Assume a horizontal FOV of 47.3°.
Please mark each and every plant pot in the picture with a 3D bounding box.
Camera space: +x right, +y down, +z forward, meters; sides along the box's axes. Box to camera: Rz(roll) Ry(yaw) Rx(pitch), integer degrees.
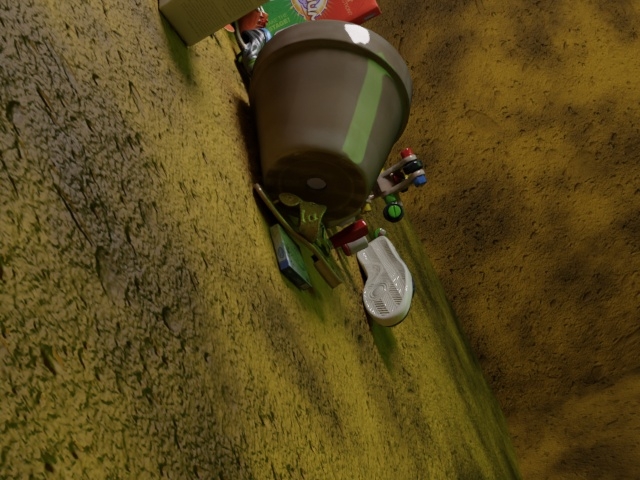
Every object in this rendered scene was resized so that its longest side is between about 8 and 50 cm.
[{"bbox_3d":[0.008,-0.197,1.375,0.323,0.323,0.280,54,32,-42],"label":"plant pot"}]

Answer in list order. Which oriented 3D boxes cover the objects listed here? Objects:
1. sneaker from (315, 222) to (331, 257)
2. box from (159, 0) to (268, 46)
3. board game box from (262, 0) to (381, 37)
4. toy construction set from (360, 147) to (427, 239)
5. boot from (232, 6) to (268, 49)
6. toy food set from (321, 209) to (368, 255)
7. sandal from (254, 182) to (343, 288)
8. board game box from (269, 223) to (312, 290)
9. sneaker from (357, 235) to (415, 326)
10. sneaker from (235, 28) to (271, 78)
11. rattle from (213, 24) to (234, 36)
[{"bbox_3d":[0.000,0.000,1.519,0.035,0.031,0.083,72,1,-73],"label":"sneaker"},{"bbox_3d":[-0.181,-0.434,1.239,0.091,0.170,0.130,50,19,-47],"label":"box"},{"bbox_3d":[-0.039,-0.617,1.862,0.242,0.316,0.064,65,12,4],"label":"board game box"},{"bbox_3d":[0.143,-0.181,2.167,0.309,0.257,0.237,43,-8,4],"label":"toy construction set"},{"bbox_3d":[-0.152,-0.481,1.671,0.059,0.084,0.158,28,41,-73],"label":"boot"},{"bbox_3d":[0.037,-0.033,1.640,0.111,0.104,0.232,59,-9,30],"label":"toy food set"},{"bbox_3d":[-0.016,-0.028,1.294,0.240,0.079,0.088,53,4,-18],"label":"sandal"},{"bbox_3d":[-0.051,0.029,1.250,0.090,0.020,0.090,49,20,-53],"label":"board game box"},{"bbox_3d":[0.183,0.125,1.796,0.148,0.131,0.350,55,15,-24],"label":"sneaker"},{"bbox_3d":[-0.141,-0.369,1.555,0.067,0.078,0.188,121,-33,-64],"label":"sneaker"},{"bbox_3d":[-0.250,-0.507,1.431,0.200,0.142,0.130,74,33,-53],"label":"rattle"}]
